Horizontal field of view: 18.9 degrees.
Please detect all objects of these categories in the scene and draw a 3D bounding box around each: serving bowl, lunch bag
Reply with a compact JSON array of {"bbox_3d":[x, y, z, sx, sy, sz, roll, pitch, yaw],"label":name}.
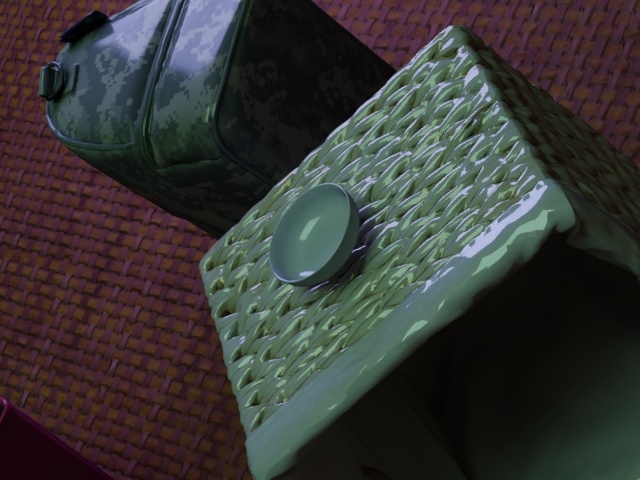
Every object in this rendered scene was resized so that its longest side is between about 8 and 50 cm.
[{"bbox_3d":[0.000,0.000,1.433,0.083,0.027,0.083,-30,42,32],"label":"serving bowl"},{"bbox_3d":[-0.088,-0.106,1.852,0.256,0.305,0.213,-9,60,39],"label":"lunch bag"}]

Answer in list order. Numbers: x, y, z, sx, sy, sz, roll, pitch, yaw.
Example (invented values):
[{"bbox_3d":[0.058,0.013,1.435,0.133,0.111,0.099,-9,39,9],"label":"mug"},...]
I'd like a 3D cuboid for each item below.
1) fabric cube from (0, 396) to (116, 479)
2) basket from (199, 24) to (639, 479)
[{"bbox_3d":[-0.344,0.310,1.861,0.254,0.258,0.259,4,60,46],"label":"fabric cube"},{"bbox_3d":[0.129,0.069,1.531,0.331,0.328,0.266,-44,39,17],"label":"basket"}]
